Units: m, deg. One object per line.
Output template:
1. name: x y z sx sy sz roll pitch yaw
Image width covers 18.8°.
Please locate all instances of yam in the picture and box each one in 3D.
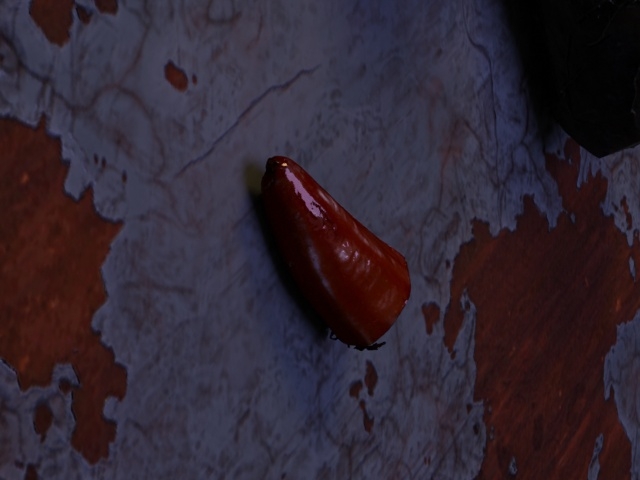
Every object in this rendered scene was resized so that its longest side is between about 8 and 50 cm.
1. yam: 0.285 -0.225 1.771 0.202 0.201 0.271 -22 130 -18

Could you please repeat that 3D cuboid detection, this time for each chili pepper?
1. chili pepper: 0.003 -0.003 1.408 0.169 0.065 0.088 53 44 -40
